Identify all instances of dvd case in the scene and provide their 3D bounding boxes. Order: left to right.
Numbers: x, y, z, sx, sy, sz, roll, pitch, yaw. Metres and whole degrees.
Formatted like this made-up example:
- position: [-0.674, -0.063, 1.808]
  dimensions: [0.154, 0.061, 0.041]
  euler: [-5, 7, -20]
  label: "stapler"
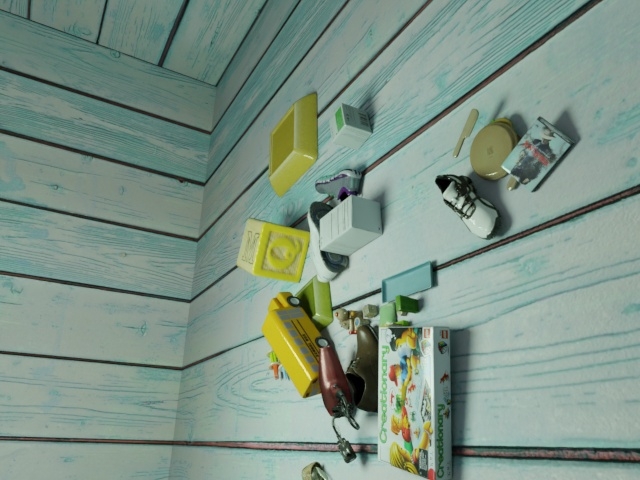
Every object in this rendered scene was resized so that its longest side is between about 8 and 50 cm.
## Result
- position: [0.415, -0.165, 0.985]
  dimensions: [0.087, 0.013, 0.119]
  euler: [54, 127, 31]
  label: "dvd case"

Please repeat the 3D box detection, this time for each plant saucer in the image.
- position: [-0.126, -0.394, 2.085]
  dimensions: [0.333, 0.081, 0.333]
  euler: [-38, 47, 51]
  label: "plant saucer"
- position: [-0.033, 0.212, 1.668]
  dimensions: [0.188, 0.045, 0.188]
  euler: [-47, 39, 45]
  label: "plant saucer"
- position: [0.215, 0.107, 1.272]
  dimensions: [0.192, 0.018, 0.067]
  euler: [-33, 50, 55]
  label: "plant saucer"

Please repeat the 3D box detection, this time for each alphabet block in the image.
- position: [-0.174, 0.033, 1.865]
  dimensions: [0.197, 0.192, 0.194]
  euler: [15, 93, 64]
  label: "alphabet block"

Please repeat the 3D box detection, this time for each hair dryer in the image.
- position: [0.055, 0.393, 1.318]
  dimensions: [0.294, 0.080, 0.224]
  euler: [-116, 23, -48]
  label: "hair dryer"

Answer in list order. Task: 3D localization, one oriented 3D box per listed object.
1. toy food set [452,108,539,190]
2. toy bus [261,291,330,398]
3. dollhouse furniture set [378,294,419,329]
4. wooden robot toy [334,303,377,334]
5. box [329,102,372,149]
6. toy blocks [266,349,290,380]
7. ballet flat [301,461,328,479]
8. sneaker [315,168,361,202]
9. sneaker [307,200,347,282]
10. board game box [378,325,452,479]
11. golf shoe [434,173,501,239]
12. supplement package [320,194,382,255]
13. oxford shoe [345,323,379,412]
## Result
- position: [0.376, -0.193, 1.089]
  dimensions: [0.192, 0.038, 0.132]
  euler: [49, 127, 45]
  label: "toy food set"
- position: [-0.074, 0.306, 1.555]
  dimensions: [0.333, 0.130, 0.108]
  euler: [51, 131, 36]
  label: "toy bus"
- position: [0.174, 0.182, 1.270]
  dimensions: [0.151, 0.058, 0.076]
  euler: [-35, 48, 52]
  label: "dollhouse furniture set"
- position: [0.079, 0.217, 1.416]
  dimensions: [0.173, 0.079, 0.076]
  euler: [-29, 53, 56]
  label: "wooden robot toy"
- position: [0.094, -0.360, 1.623]
  dimensions: [0.087, 0.101, 0.101]
  euler: [-49, 39, 46]
  label: "box"
- position: [-0.138, 0.431, 1.760]
  dimensions: [0.123, 0.054, 0.148]
  euler: [-56, 34, 34]
  label: "toy blocks"
- position: [0.003, 0.680, 1.366]
  dimensions: [0.067, 0.073, 0.206]
  euler: [-53, 36, 12]
  label: "ballet flat"
- position: [0.047, -0.160, 1.648]
  dimensions: [0.223, 0.083, 0.098]
  euler: [-14, 70, 59]
  label: "sneaker"
- position: [0.000, 0.000, 1.642]
  dimensions: [0.129, 0.111, 0.297]
  euler: [122, 150, -46]
  label: "sneaker"
- position: [0.202, 0.343, 1.122]
  dimensions: [0.193, 0.053, 0.306]
  euler: [-18, 68, 59]
  label: "board game box"
- position: [0.307, -0.075, 1.097]
  dimensions: [0.077, 0.093, 0.198]
  euler: [-60, 33, 27]
  label: "golf shoe"
- position: [0.085, -0.040, 1.490]
  dimensions: [0.179, 0.105, 0.105]
  euler: [-36, 47, 52]
  label: "supplement package"
- position: [0.110, 0.315, 1.294]
  dimensions: [0.083, 0.096, 0.227]
  euler: [-47, 37, 46]
  label: "oxford shoe"
